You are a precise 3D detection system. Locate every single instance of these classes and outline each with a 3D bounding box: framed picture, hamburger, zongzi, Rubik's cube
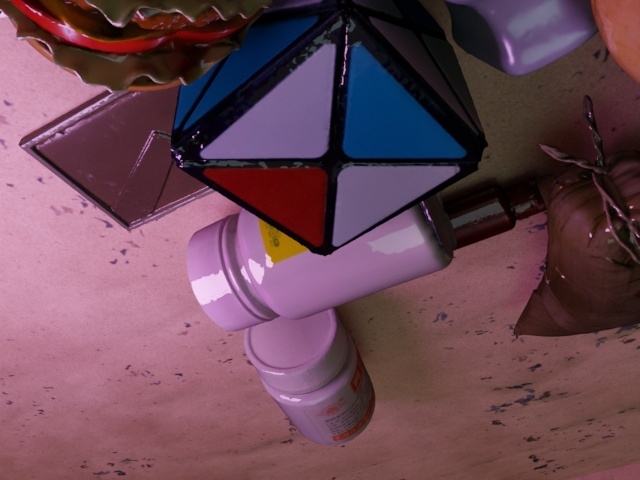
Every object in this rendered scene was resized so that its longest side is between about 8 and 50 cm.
[{"bbox_3d":[-0.246,-0.133,0.865,0.315,0.024,0.232,-22,137,19],"label":"framed picture"},{"bbox_3d":[-0.164,-0.262,0.498,0.275,0.274,0.212,14,157,-20],"label":"hamburger"},{"bbox_3d":[0.395,0.059,0.946,0.500,0.218,0.467,14,136,-39],"label":"zongzi"},{"bbox_3d":[0.006,-0.172,0.664,0.248,0.246,0.250,-34,131,29],"label":"Rubik's cube"}]

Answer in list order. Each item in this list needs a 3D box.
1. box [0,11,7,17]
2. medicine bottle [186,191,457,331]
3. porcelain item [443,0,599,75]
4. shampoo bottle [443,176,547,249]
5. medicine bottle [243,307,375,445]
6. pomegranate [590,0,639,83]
[{"bbox_3d":[-0.407,-0.288,0.523,0.262,0.206,0.291,-34,134,30],"label":"box"},{"bbox_3d":[0.000,0.000,0.895,0.379,0.213,0.213,-23,137,20],"label":"medicine bottle"},{"bbox_3d":[0.095,-0.334,0.487,0.178,0.242,0.405,-44,125,13],"label":"porcelain item"},{"bbox_3d":[0.248,-0.033,0.992,0.260,0.064,0.102,-22,136,20],"label":"shampoo bottle"},{"bbox_3d":[-0.013,0.278,1.236,0.211,0.211,0.371,-11,140,9],"label":"medicine bottle"},{"bbox_3d":[0.335,-0.216,0.332,0.339,0.338,0.338,-2,140,-2],"label":"pomegranate"}]
